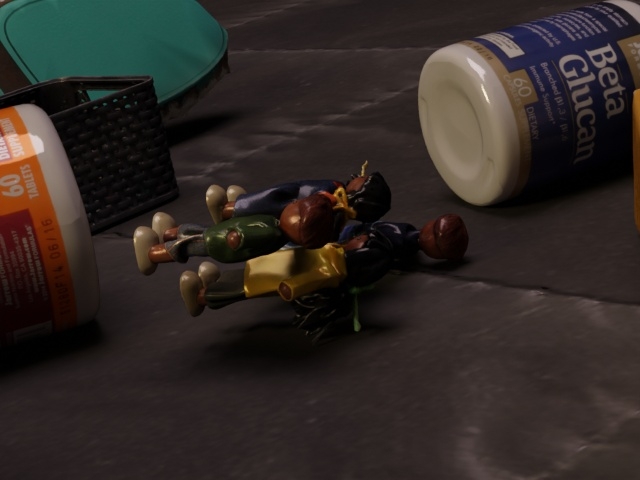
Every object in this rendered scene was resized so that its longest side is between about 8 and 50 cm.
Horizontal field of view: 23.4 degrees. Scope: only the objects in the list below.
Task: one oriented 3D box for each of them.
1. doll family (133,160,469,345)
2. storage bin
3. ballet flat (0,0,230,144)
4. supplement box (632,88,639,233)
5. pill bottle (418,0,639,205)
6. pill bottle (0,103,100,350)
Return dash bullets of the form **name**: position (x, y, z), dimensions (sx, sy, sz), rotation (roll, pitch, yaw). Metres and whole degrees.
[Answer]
- **doll family**: position (0.000, 0.000, 0.755), dimensions (0.111, 0.076, 0.193), rotation (-10, 13, 24)
- **storage bin**: position (-0.198, -0.045, 1.016), dimensions (0.122, 0.084, 0.180), rotation (6, 25, 45)
- **ballet flat**: position (-0.253, -0.096, 1.161), dimensions (0.147, 0.147, 0.409), rotation (5, 23, 44)
- **supplement box**: position (0.177, -0.010, 0.659), dimensions (0.078, 0.080, 0.233), rotation (-6, 15, 9)
- **pill bottle**: position (0.150, -0.087, 0.897), dimensions (0.169, 0.094, 0.094), rotation (-19, 18, -22)
- **pill bottle**: position (-0.232, 0.014, 0.776), dimensions (0.221, 0.121, 0.121), rotation (-16, 17, -16)
